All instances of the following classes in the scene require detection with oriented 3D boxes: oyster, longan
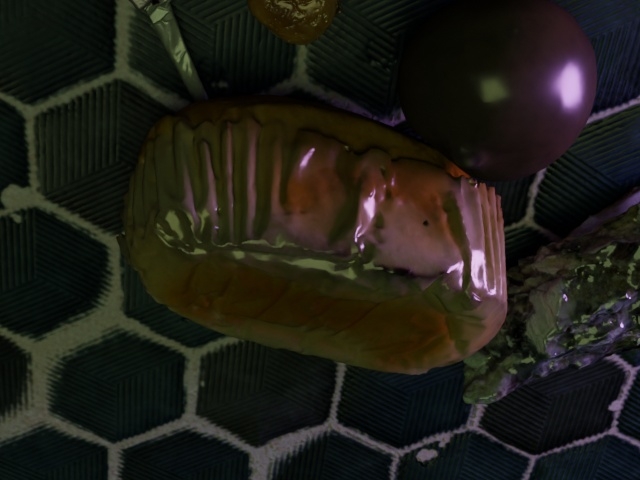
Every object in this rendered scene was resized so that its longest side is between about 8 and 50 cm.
[{"bbox_3d":[0.292,0.064,0.984,0.351,0.158,0.162,-33,82,2],"label":"oyster"},{"bbox_3d":[0.160,-0.140,0.838,0.189,0.189,0.189,-1,120,-1],"label":"longan"}]

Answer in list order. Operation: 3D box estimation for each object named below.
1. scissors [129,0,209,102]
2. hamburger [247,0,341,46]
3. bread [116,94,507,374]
[{"bbox_3d":[-0.147,-0.210,0.870,0.110,0.021,0.212,-21,119,6],"label":"scissors"},{"bbox_3d":[-0.024,-0.220,0.855,0.083,0.044,0.076,33,114,-16],"label":"hamburger"},{"bbox_3d":[0.008,-0.007,0.912,0.388,0.183,0.236,19,138,-23],"label":"bread"}]
